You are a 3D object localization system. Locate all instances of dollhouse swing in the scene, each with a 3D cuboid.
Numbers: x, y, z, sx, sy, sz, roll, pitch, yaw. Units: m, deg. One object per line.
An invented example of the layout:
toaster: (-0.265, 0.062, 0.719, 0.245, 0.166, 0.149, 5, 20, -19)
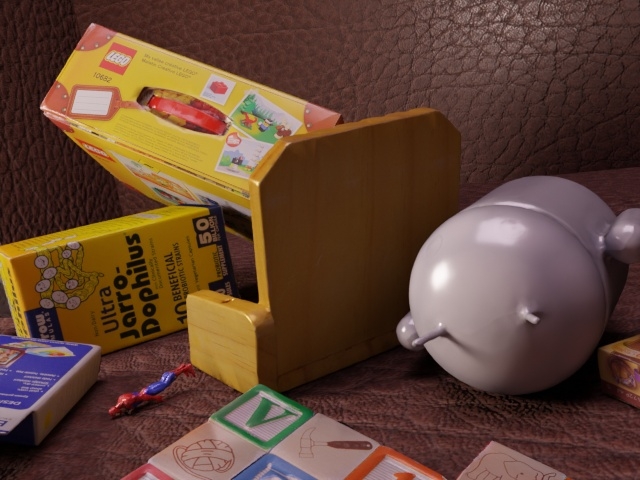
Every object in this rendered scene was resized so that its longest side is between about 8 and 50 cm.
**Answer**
dollhouse swing: (0.000, 0.000, 1.022, 0.347, 0.304, 0.315, -17, 12, -29)

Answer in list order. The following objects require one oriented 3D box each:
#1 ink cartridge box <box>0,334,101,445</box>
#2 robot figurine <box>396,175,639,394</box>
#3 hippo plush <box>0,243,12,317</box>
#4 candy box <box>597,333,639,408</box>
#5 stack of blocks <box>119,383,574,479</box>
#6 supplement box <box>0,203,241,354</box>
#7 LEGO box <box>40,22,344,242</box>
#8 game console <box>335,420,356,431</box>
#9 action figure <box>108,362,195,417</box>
ink cartridge box: (-0.470, 0.186, 0.944, 0.304, 0.072, 0.307, 7, 11, 2)
robot figurine: (0.224, 0.042, 0.839, 0.300, 0.199, 0.353, -32, -3, 33)
hippo plush: (-0.573, 0.106, 1.416, 0.237, 0.294, 0.234, 13, 20, -25)
candy box: (0.376, 0.113, 0.719, 0.187, 0.053, 0.109, -15, 12, -17)
stack of blocks: (0.055, 0.174, 0.344, 0.297, 0.087, 0.171, 19, 28, 32)
supplement box: (-0.347, 0.068, 1.313, 0.357, 0.194, 0.195, -16, 11, -28)
LEGO box: (-0.194, -0.158, 1.419, 0.500, 0.193, 0.372, 23, -12, 16)
game console: (0.039, 0.213, 0.538, 0.213, 0.043, 0.361, -13, 12, -12)
action figure: (-0.214, 0.192, 0.959, 0.115, 0.030, 0.038, -23, 10, -32)
